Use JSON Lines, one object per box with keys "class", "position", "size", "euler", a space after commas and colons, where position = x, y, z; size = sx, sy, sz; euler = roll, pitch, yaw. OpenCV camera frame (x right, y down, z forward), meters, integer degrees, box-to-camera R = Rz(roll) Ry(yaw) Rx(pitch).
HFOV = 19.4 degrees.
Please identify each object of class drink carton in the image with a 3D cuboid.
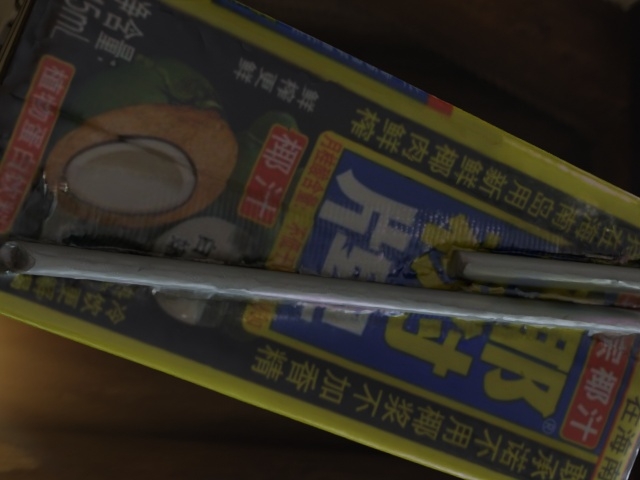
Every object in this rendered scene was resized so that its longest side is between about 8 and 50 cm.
{"class": "drink carton", "position": [0.000, 0.000, 0.379], "size": [0.166, 0.056, 0.071], "euler": [22, -89, -28]}
